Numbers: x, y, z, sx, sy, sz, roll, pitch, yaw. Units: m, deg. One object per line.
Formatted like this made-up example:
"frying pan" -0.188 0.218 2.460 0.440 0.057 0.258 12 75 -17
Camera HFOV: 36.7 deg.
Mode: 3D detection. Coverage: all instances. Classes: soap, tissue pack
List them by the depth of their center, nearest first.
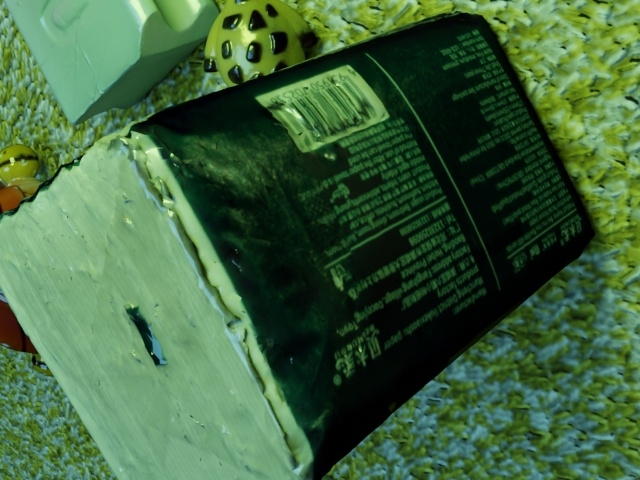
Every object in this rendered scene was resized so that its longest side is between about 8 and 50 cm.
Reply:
"tissue pack" 0.000 0.000 0.768 0.253 0.416 0.264 -28 92 47
"soap" -0.272 -0.328 1.051 0.208 0.115 0.347 -29 89 44

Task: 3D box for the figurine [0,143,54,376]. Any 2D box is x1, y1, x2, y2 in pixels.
"figurine" -0.394 0.036 1.265 0.323 0.196 0.320 1 104 51

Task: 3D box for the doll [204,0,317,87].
"doll" -0.082 -0.265 0.941 0.117 0.086 0.291 -15 99 3

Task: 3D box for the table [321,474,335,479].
"table" -0.064 0.338 1.180 0.240 0.111 0.122 23 124 31
